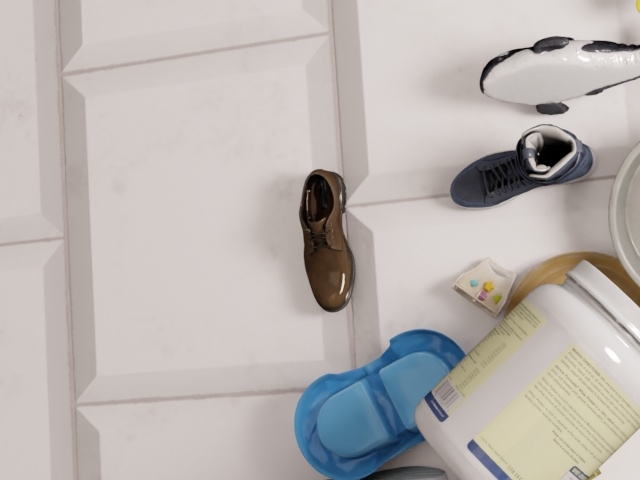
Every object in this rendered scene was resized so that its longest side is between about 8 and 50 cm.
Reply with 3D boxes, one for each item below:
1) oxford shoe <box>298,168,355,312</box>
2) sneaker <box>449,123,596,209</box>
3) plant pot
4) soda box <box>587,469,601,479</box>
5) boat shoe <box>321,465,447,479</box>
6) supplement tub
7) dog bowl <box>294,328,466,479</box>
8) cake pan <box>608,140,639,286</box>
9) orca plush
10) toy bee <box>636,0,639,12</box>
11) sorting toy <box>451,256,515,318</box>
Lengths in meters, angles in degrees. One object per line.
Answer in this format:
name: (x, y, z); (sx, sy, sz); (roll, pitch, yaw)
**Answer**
oxford shoe: (0.000, 0.000, 2.019); (0.082, 0.096, 0.227); (-10, 83, 16)
sneaker: (0.282, -0.107, 1.899); (0.226, 0.163, 0.086); (-17, 81, 18)
plant pot: (0.388, 0.134, 1.907); (0.236, 0.032, 0.236); (-2, 83, 18)
soda box: (0.317, 0.362, 1.895); (0.181, 0.058, 0.061); (-34, 75, 13)
boat shoe: (0.093, 0.394, 1.966); (0.226, 0.083, 0.076); (-11, 93, 29)
supplement tub: (0.316, 0.209, 1.775); (0.325, 0.235, 0.235); (-45, 73, 4)
dog bowl: (0.104, 0.250, 1.971); (0.297, 0.074, 0.166); (-30, 76, 13)
cake pan: (0.557, -0.039, 1.822); (0.293, 0.054, 0.293); (3, 101, 18)
orca plush: (0.377, -0.283, 1.916); (0.287, 0.151, 0.102); (-19, 47, 21)
toy bee: (0.496, -0.421, 1.856); (0.298, 0.162, 0.195); (22, 94, 19)
sorting toy: (0.255, 0.067, 1.956); (0.083, 0.045, 0.075); (36, 89, 19)
